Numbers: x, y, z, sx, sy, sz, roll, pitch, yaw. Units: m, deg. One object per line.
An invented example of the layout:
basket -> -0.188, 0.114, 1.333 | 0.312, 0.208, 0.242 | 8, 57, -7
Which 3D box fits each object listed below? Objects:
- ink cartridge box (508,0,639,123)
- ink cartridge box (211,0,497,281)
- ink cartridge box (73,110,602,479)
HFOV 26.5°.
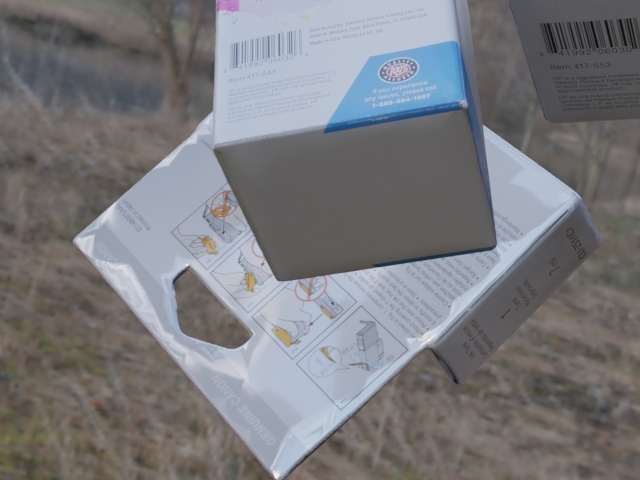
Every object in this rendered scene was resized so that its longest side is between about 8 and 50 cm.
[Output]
ink cartridge box -> 0.145, -0.138, 0.558 | 0.139, 0.082, 0.191 | -1, -36, 22
ink cartridge box -> 0.014, -0.072, 0.538 | 0.092, 0.143, 0.090 | -9, -37, 11
ink cartridge box -> 0.000, 0.000, 0.950 | 0.296, 0.261, 0.066 | 43, -5, 41
